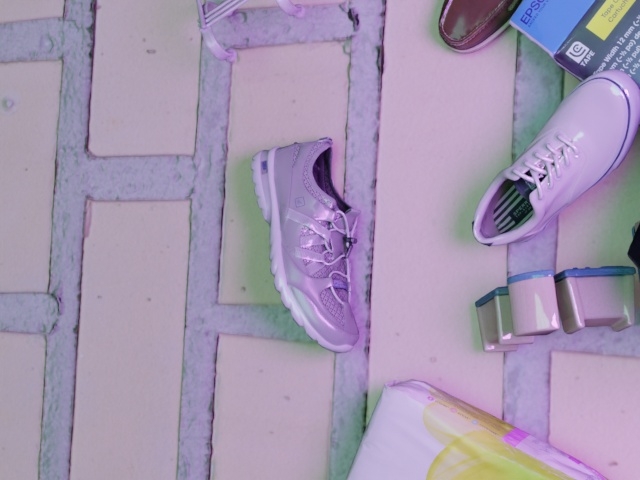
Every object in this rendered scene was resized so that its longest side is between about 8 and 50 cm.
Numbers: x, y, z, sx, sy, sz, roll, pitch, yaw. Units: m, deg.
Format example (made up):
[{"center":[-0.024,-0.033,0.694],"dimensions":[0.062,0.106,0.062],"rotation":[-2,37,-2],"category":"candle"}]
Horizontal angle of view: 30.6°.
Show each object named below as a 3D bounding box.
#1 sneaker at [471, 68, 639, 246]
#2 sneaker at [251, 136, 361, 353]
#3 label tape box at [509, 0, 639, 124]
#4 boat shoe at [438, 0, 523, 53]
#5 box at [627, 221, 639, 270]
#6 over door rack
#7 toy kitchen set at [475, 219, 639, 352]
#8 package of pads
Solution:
[{"center":[0.257,-0.077,1.288],"dimensions":[0.094,0.091,0.258],"rotation":[45,133,17],"category":"sneaker"},{"center":[0.000,0.000,1.449],"dimensions":[0.115,0.105,0.281],"rotation":[-23,77,22],"category":"sneaker"},{"center":[0.420,-0.229,1.272],"dimensions":[0.347,0.115,0.249],"rotation":[42,104,23],"category":"label tape box"},{"center":[0.216,-0.340,1.378],"dimensions":[0.095,0.095,0.257],"rotation":[39,102,22],"category":"boat shoe"},{"center":[0.510,-0.070,1.087],"dimensions":[0.312,0.179,0.343],"rotation":[16,105,-5],"category":"box"},{"center":[-0.072,-0.411,1.520],"dimensions":[0.239,0.108,0.324],"rotation":[-30,61,20],"category":"over door rack"},{"center":[0.297,0.052,1.333],"dimensions":[0.207,0.166,0.122],"rotation":[-2,76,-10],"category":"toy kitchen set"},{"center":[0.170,0.314,1.352],"dimensions":[0.296,0.101,0.229],"rotation":[25,98,23],"category":"package of pads"}]
